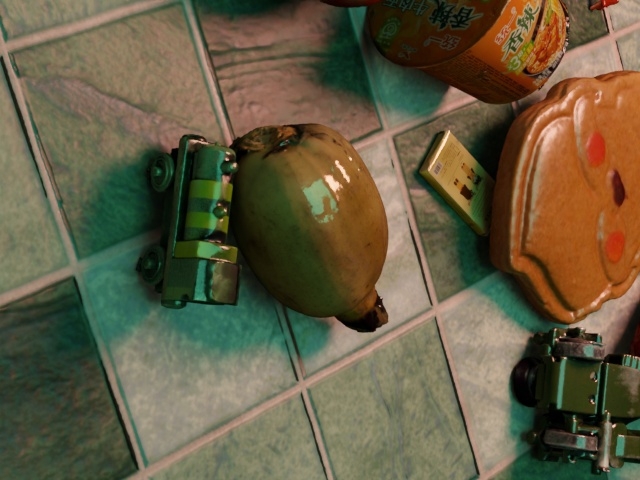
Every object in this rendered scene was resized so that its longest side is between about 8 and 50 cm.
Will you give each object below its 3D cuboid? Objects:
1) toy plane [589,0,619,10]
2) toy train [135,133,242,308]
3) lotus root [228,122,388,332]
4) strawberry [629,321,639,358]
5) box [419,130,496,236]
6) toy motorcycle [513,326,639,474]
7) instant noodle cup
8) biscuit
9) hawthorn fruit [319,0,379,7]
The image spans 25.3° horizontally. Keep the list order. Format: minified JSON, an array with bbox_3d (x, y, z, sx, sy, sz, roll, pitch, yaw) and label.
[{"bbox_3d":[0.401,-0.433,2.083,0.194,0.126,0.077,40,37,-30],"label":"toy plane"},{"bbox_3d":[-0.137,-0.022,1.597,0.083,0.132,0.200,7,85,-38],"label":"toy train"},{"bbox_3d":[0.000,0.000,1.694,0.183,0.183,0.310,-46,125,-31],"label":"lotus root"},{"bbox_3d":[0.545,0.148,2.156,0.253,0.150,0.280,13,72,-72],"label":"strawberry"},{"bbox_3d":[0.197,-0.077,1.950,0.149,0.020,0.073,45,61,-30],"label":"box"},{"bbox_3d":[0.402,0.236,2.056,0.275,0.127,0.205,11,81,-32],"label":"toy motorcycle"},{"bbox_3d":[0.205,-0.290,1.844,0.182,0.230,0.230,30,70,-44],"label":"instant noodle cup"},{"bbox_3d":[0.402,-0.074,2.063,0.455,0.078,0.349,-30,113,-36],"label":"biscuit"},{"bbox_3d":[0.020,-0.391,1.695,0.300,0.254,0.254,-36,114,-5],"label":"hawthorn fruit"}]
